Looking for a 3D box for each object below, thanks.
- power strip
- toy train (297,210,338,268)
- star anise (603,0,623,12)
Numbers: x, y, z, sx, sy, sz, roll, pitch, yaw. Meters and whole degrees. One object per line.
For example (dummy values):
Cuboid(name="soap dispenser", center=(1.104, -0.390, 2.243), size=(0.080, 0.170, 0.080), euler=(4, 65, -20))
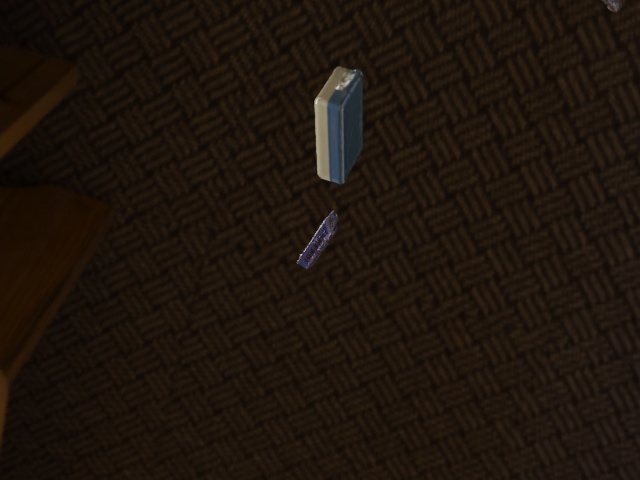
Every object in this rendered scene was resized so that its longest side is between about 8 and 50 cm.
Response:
Cuboid(name="power strip", center=(0.019, -0.115, 1.112), size=(0.032, 0.056, 0.123), euler=(19, 147, 14))
Cuboid(name="toy train", center=(0.000, 0.000, 1.096), size=(0.017, 0.017, 0.083), euler=(39, 140, 4))
Cuboid(name="star anise", center=(0.311, -0.303, 1.220), size=(0.141, 0.042, 0.141), euler=(24, 153, 13))
